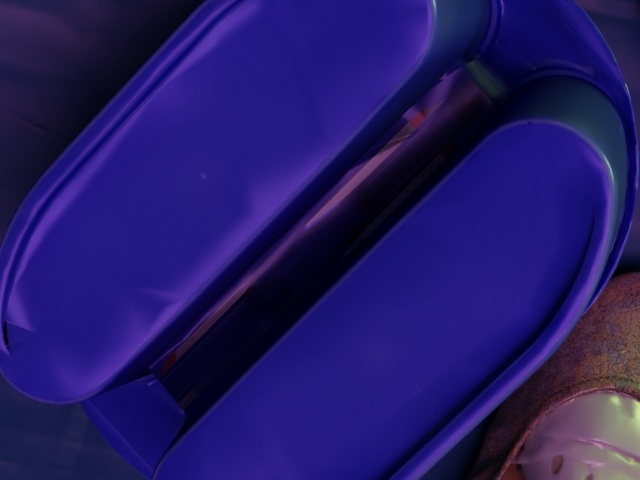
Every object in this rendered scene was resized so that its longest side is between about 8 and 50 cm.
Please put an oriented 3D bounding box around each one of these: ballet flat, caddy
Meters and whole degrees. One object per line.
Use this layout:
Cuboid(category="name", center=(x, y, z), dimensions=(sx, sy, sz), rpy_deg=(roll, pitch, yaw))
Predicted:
Cuboid(category="ballet flat", center=(0.131, 0.166, 0.881), dimensions=(0.107, 0.106, 0.316), rpy_deg=(23, 109, -16))
Cuboid(category="caddy", center=(0.000, 0.000, 0.760), dimensions=(0.341, 0.179, 0.241), rpy_deg=(-44, 87, 13))
